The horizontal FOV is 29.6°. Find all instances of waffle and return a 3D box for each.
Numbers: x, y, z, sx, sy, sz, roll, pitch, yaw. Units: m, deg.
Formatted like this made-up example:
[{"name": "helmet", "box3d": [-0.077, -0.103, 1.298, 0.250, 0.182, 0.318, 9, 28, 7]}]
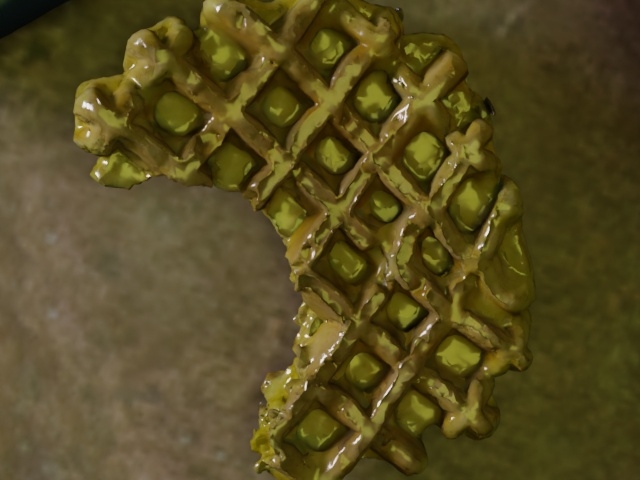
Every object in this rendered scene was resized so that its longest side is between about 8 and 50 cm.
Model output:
[{"name": "waffle", "box3d": [-0.001, -0.001, 0.451, 0.149, 0.051, 0.194, -17, 102, -6]}]

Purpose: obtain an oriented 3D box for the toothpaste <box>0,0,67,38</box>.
[{"name": "toothpaste", "box3d": [-0.069, -0.130, 0.436, 0.268, 0.047, 0.069, -33, 86, -7]}]
